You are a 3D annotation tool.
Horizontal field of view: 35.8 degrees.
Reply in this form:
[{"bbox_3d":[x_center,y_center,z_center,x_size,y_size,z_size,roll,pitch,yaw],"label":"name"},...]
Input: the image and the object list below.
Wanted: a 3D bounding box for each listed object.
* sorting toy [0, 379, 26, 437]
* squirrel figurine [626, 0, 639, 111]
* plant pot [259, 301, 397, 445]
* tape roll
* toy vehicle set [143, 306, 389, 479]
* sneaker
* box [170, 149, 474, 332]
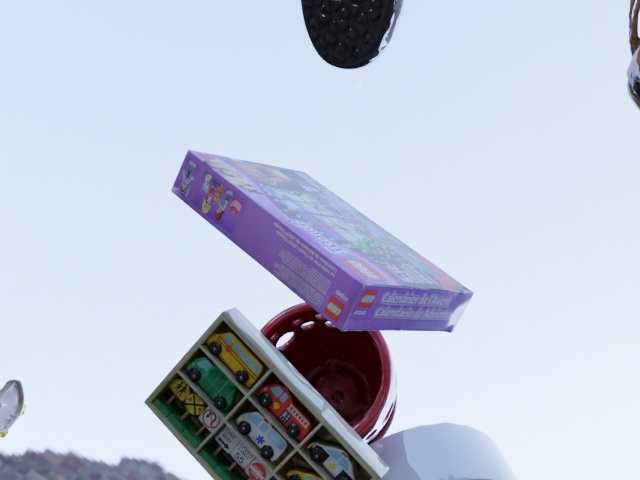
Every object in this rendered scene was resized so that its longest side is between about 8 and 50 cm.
[{"bbox_3d":[-0.447,0.230,1.340,0.075,0.083,0.045,0,-52,31],"label":"sorting toy"},{"bbox_3d":[0.453,-0.220,0.824,0.370,0.396,0.281,106,-33,-50],"label":"squirrel figurine"},{"bbox_3d":[0.009,0.190,1.296,0.191,0.191,0.174,18,-15,16],"label":"plant pot"},{"bbox_3d":[0.130,0.373,1.297,0.286,0.100,0.286,-12,-50,-14],"label":"tape roll"},{"bbox_3d":[-0.068,0.230,1.176,0.267,0.035,0.166,45,-70,11],"label":"toy vehicle set"},{"bbox_3d":[0.048,-0.244,0.736,0.084,0.097,0.235,13,-76,31],"label":"sneaker"},{"bbox_3d":[0.000,0.000,1.082,0.293,0.201,0.057,37,-71,35],"label":"box"}]
